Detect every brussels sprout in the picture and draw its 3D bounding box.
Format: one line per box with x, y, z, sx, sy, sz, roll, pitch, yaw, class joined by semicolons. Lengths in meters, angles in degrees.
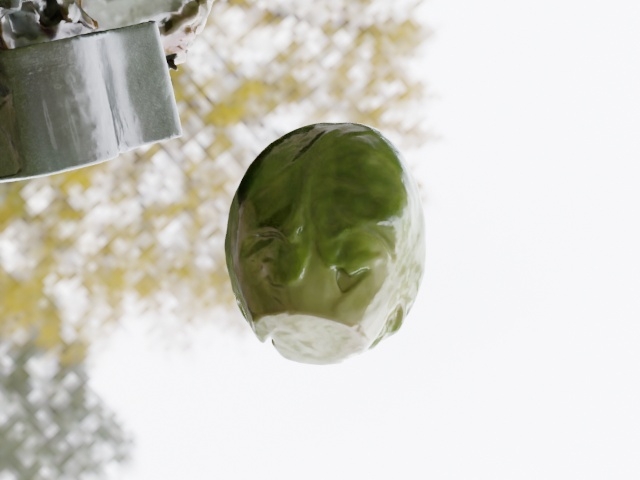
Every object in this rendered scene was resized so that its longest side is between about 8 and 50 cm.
0.002;0.003;1.480;0.161;0.144;0.181;3;-119;30;brussels sprout

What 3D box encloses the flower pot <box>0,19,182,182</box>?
-0.214;-0.118;1.687;0.103;0.108;0.229;-8;-173;25;flower pot

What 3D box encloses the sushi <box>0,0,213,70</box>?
-0.242;-0.313;1.858;0.176;0.417;0.417;10;-128;50;sushi
